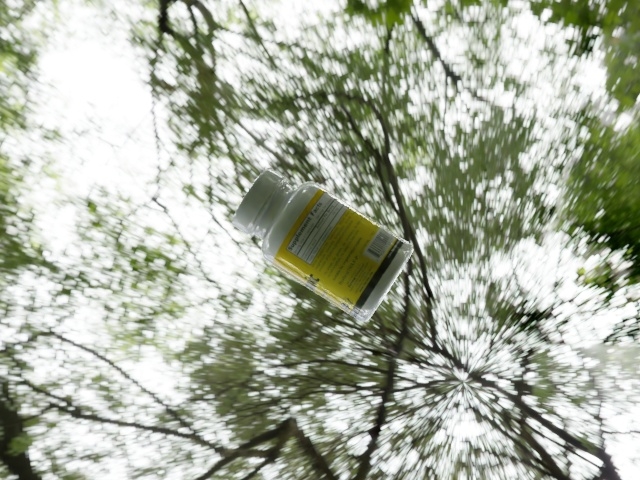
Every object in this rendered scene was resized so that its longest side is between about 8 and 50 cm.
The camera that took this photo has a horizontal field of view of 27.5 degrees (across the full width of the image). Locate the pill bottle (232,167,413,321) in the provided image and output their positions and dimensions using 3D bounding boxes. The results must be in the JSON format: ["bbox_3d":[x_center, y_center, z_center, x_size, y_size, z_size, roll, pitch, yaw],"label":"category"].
[{"bbox_3d":[0.000,0.000,0.900,0.116,0.065,0.065,33,-92,4],"label":"pill bottle"}]
